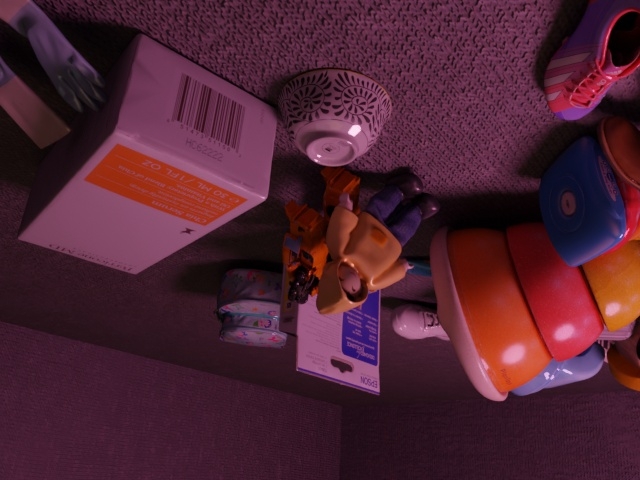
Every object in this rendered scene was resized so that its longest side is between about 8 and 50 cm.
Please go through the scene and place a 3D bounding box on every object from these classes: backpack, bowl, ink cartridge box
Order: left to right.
[{"bbox_3d":[-0.165,0.174,1.441,0.224,0.191,0.254,9,150,-9],"label":"backpack"},{"bbox_3d":[0.019,-0.160,0.796,0.169,0.080,0.170,3,156,1],"label":"bowl"},{"bbox_3d":[0.030,0.170,1.239,0.072,0.308,0.303,-14,150,36],"label":"ink cartridge box"}]

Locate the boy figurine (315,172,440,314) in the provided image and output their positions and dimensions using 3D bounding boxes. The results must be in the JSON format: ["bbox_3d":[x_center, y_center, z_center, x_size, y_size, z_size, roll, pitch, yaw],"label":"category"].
[{"bbox_3d":[0.079,0.004,0.906,0.177,0.285,0.092,51,147,-13],"label":"boy figurine"}]

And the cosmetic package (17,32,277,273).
[{"bbox_3d":[-0.294,-0.099,0.881,0.230,0.162,0.453,22,150,-34],"label":"cosmetic package"}]

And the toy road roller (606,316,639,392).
[{"bbox_3d":[0.806,0.237,1.212,0.329,0.241,0.202,-21,-163,1],"label":"toy road roller"}]

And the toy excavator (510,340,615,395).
[{"bbox_3d":[0.639,0.247,1.374,0.445,0.433,0.222,36,150,-2],"label":"toy excavator"}]

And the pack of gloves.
[{"bbox_3d":[-0.378,-0.243,0.686,0.194,0.046,0.232,-14,126,36],"label":"pack of gloves"}]

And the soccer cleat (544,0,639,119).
[{"bbox_3d":[0.321,-0.206,0.631,0.082,0.095,0.248,2,155,4],"label":"soccer cleat"}]

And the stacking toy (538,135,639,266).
[{"bbox_3d":[0.525,-0.068,0.865,0.301,0.175,0.166,-4,159,-9],"label":"stacking toy"}]

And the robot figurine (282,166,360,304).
[{"bbox_3d":[0.000,0.000,1.036,0.085,0.211,0.291,35,152,17],"label":"robot figurine"}]

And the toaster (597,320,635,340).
[{"bbox_3d":[0.583,0.127,1.175,0.146,0.227,0.129,6,-179,-8],"label":"toaster"}]

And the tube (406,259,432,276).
[{"bbox_3d":[0.300,0.069,1.296,0.206,0.052,0.080,3,151,15],"label":"tube"}]

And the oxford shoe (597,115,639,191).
[{"bbox_3d":[0.468,-0.098,0.744,0.212,0.076,0.076,44,158,-3],"label":"oxford shoe"}]

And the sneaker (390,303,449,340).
[{"bbox_3d":[0.349,0.220,1.556,0.292,0.108,0.169,11,155,-37],"label":"sneaker"}]

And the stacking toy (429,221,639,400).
[{"bbox_3d":[0.471,0.076,1.007,0.479,0.351,0.350,-20,148,22],"label":"stacking toy"}]
